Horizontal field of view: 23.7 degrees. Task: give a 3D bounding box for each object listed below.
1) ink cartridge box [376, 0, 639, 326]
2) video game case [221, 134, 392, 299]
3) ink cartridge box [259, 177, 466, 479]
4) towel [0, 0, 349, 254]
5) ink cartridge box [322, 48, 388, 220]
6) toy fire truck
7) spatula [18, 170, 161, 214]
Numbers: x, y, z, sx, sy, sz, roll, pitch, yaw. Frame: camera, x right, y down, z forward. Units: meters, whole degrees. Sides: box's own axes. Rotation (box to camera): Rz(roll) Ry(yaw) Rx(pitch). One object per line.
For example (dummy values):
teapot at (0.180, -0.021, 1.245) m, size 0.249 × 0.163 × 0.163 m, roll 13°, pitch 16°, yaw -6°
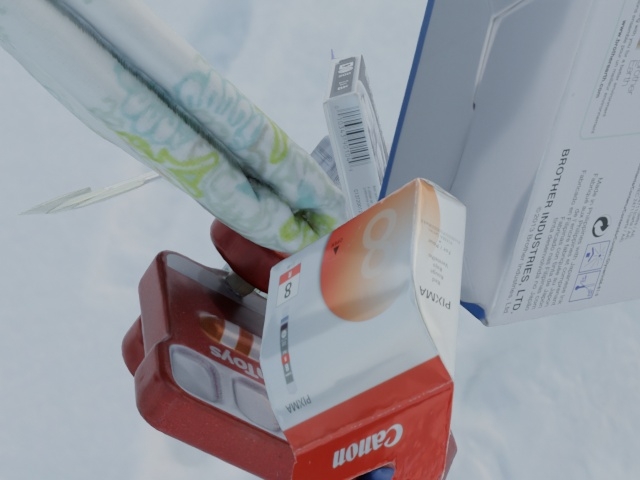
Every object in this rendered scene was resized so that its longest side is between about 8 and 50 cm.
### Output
ink cartridge box at (0.257, -0.106, 1.093) m, size 0.395 × 0.270 × 0.151 m, roll -7°, pitch 35°, yaw -33°
video game case at (0.000, 0.000, 1.886) m, size 0.036 × 0.329 × 0.300 m, roll 44°, pitch 108°, yaw 19°
ink cartridge box at (0.016, 0.070, 0.869) m, size 0.145 × 0.045 × 0.179 m, roll -32°, pitch 38°, yaw 44°
towel at (-0.176, -0.143, 1.104) m, size 0.090 × 0.374 × 0.320 m, roll -50°, pitch 38°, yaw -1°
ink cartridge box at (0.047, -0.085, 1.603) m, size 0.045 × 0.206 × 0.208 m, roll -12°, pitch 21°, yaw 7°
toy fire truck at (-0.017, 0.123, 1.209) m, size 0.169 × 0.302 × 0.254 m, roll -50°, pitch 25°, yaw 20°
spatula at (-0.210, -0.071, 1.737) m, size 0.242 × 0.019 × 0.168 m, roll -24°, pitch 7°, yaw -34°
